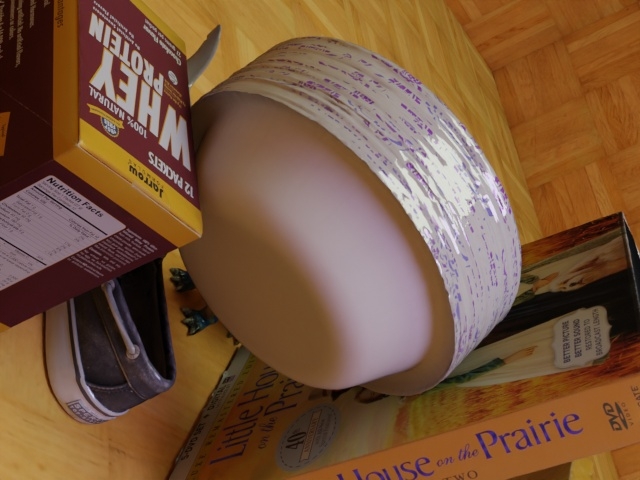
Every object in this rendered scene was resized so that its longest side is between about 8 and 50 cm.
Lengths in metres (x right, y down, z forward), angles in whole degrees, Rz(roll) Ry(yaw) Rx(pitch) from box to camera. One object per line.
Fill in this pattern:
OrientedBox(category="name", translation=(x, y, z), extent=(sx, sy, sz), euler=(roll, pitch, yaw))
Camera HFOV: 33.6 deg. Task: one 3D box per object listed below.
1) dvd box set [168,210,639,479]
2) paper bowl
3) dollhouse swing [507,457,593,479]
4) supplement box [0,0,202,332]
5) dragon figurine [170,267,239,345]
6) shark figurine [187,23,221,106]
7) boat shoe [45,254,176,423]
OrientedBox(category="dvd box set", translation=(0.083, 0.121, 0.936), extent=(0.062, 0.420, 0.307), euler=(63, 21, -16))
OrientedBox(category="paper bowl", translation=(0.000, 0.000, 0.816), extent=(0.148, 0.284, 0.284), euler=(-40, 109, -30))
OrientedBox(category="dollhouse swing", translation=(0.157, 0.408, 0.973), extent=(0.315, 0.305, 0.347), euler=(65, 19, -2))
OrientedBox(category="supplement box", translation=(-0.205, -0.069, 0.758), extent=(0.129, 0.194, 0.191), euler=(41, 31, -49))
OrientedBox(category="dragon figurine", translation=(-0.053, 0.041, 1.086), extent=(0.289, 0.144, 0.085), euler=(23, 47, -62))
OrientedBox(category="shark figurine", translation=(-0.149, -0.134, 1.095), extent=(0.166, 0.116, 0.278), euler=(64, 22, -9))
OrientedBox(category="boat shoe", translation=(-0.176, -0.002, 0.889), extent=(0.108, 0.102, 0.301), euler=(37, 35, -52))
